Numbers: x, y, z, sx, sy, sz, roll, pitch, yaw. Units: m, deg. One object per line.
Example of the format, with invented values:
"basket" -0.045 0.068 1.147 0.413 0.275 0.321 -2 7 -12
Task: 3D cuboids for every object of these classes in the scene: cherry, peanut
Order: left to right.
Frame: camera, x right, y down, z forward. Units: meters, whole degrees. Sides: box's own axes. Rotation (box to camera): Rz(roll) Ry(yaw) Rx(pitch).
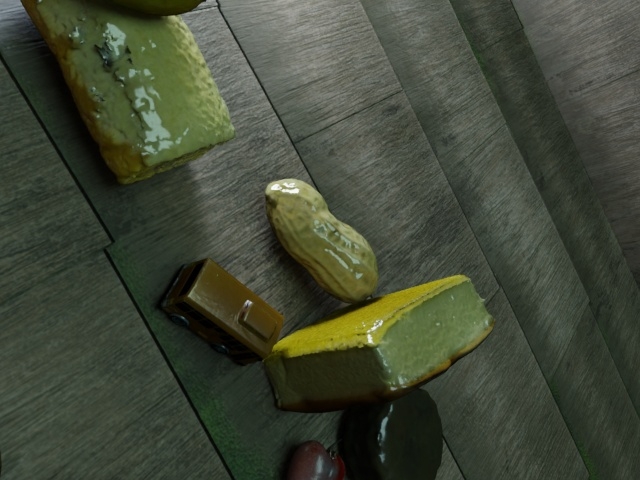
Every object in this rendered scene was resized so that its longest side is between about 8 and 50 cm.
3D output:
"cherry" -0.015 0.422 1.053 0.126 0.087 0.106 -31 105 -26
"peanut" 0.000 0.000 1.167 0.305 0.147 0.147 44 50 -12

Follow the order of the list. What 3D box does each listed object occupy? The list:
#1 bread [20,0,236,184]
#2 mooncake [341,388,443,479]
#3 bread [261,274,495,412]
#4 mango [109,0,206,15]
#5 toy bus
"bread" -0.319 -0.295 0.948 0.237 0.165 0.375 -30 97 -49
"mooncake" 0.148 0.413 1.187 0.228 0.124 0.228 14 71 -44
"bread" 0.102 0.193 1.073 0.324 0.333 0.143 -22 89 -41
"mango" -0.274 -0.401 0.857 0.237 0.091 0.137 -23 81 -45
"toy bus" -0.161 0.125 0.992 0.201 0.114 0.098 42 52 -25
